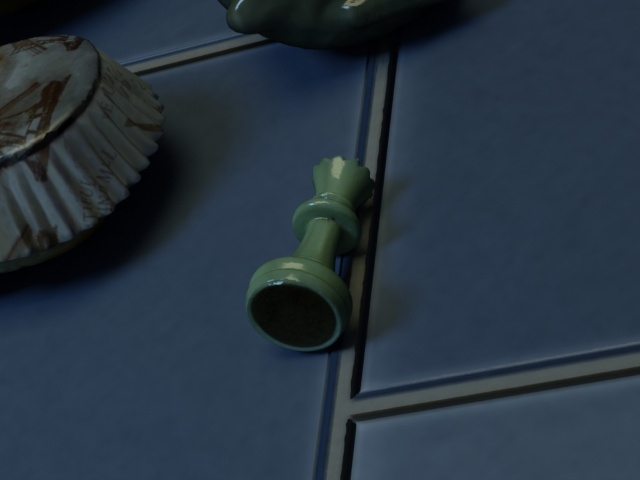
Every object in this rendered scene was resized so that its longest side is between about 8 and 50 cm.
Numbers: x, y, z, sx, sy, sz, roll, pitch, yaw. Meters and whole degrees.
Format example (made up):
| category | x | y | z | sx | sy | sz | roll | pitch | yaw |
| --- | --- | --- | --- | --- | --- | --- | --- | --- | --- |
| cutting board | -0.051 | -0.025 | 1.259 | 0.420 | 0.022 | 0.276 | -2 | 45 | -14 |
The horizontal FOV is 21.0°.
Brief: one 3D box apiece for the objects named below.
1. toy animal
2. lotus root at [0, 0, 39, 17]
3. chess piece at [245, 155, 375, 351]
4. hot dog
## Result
| category | x | y | z | sx | sy | sz | roll | pitch | yaw |
| --- | --- | --- | --- | --- | --- | --- | --- | --- | --- |
| toy animal | -0.014 | -0.184 | 0.849 | 0.138 | 0.108 | 0.236 | -30 | 39 | -1 |
| lotus root | -0.152 | -0.235 | 0.933 | 0.291 | 0.193 | 0.193 | -39 | 41 | -20 |
| chess piece | 0.000 | 0.000 | 0.703 | 0.042 | 0.042 | 0.093 | -8 | 38 | 23 |
| hot dog | -0.196 | -0.030 | 0.819 | 0.268 | 0.075 | 0.144 | -10 | 39 | 26 |
